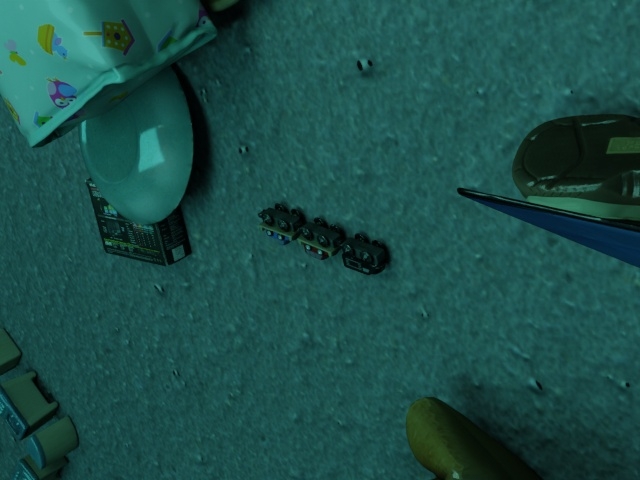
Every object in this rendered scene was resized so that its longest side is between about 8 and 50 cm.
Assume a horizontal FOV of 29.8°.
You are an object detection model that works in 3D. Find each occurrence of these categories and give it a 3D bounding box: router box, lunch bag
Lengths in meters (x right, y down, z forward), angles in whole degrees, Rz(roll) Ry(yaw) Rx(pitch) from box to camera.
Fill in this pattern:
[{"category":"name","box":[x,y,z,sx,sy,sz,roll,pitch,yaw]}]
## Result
[{"category":"router box","box":[-0.204,-0.027,1.345,0.122,0.038,0.092,10,120,44]},{"category":"lunch bag","box":[-0.252,-0.220,1.124,0.262,0.160,0.223,-21,103,53]}]

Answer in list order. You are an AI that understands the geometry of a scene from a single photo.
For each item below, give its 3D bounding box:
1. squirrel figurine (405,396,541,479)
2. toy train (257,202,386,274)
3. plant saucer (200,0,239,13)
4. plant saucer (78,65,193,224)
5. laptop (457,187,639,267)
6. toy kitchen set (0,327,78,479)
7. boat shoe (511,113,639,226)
[{"category":"squirrel figurine","box":[0.099,0.398,1.023,0.397,0.281,0.370,35,108,-9]},{"category":"toy train","box":[0.000,0.000,1.144,0.158,0.027,0.036,21,138,39]},{"category":"plant saucer","box":[-0.124,-0.339,1.061,0.277,0.041,0.278,27,132,35]},{"category":"plant saucer","box":[-0.207,-0.111,1.261,0.195,0.037,0.195,11,105,44]},{"category":"laptop","box":[0.315,0.147,0.710,0.382,0.236,0.408,16,124,43]},{"category":"toy kitchen set","box":[-0.473,0.270,1.762,0.207,0.122,0.166,50,141,14]},{"category":"boat shoe","box":[0.259,-0.033,0.800,0.257,0.095,0.095,11,154,42]}]
